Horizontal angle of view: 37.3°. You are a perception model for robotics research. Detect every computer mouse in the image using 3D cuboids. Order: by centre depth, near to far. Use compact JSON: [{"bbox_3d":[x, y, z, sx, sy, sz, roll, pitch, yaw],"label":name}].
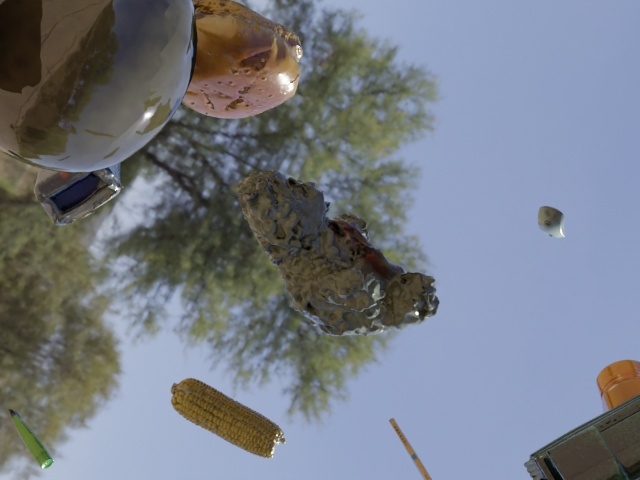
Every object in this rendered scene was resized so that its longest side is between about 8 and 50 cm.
[{"bbox_3d":[0.483,-0.029,1.982,0.056,0.110,0.032,18,-116,29],"label":"computer mouse"}]

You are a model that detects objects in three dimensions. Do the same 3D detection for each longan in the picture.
[{"bbox_3d":[-0.342,-0.271,1.348,0.361,0.361,0.361,-53,-162,26],"label":"longan"}]

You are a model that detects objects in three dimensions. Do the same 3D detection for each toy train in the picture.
[{"bbox_3d":[0.471,0.315,1.424,0.330,0.138,0.178,-29,163,-1],"label":"toy train"}]

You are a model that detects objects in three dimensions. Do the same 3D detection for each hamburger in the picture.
[{"bbox_3d":[-0.196,-0.370,1.931,0.290,0.314,0.170,-23,-126,47],"label":"hamburger"}]

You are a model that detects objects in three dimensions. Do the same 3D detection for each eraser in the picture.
[{"bbox_3d":[-0.488,-0.149,1.934,0.155,0.101,0.332,-28,-154,1],"label":"eraser"}]

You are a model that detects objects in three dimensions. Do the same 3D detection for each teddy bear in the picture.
[{"bbox_3d":[0.000,0.000,1.677,0.224,0.367,0.357,-39,-142,-5],"label":"teddy bear"}]

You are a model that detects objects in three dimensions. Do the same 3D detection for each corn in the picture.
[{"bbox_3d":[-0.176,0.330,1.761,0.080,0.238,0.080,-58,168,-19],"label":"corn"}]

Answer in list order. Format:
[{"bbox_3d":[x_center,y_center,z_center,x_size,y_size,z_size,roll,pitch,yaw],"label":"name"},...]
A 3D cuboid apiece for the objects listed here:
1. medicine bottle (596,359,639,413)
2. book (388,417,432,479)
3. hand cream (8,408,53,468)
[{"bbox_3d":[0.581,0.330,1.721,0.112,0.149,0.222,-14,-142,8],"label":"medicine bottle"},{"bbox_3d":[0.222,0.495,2.010,0.018,0.242,0.170,-32,156,-2],"label":"book"},{"bbox_3d":[-0.464,0.316,1.514,0.023,0.036,0.122,-38,-125,-14],"label":"hand cream"}]
